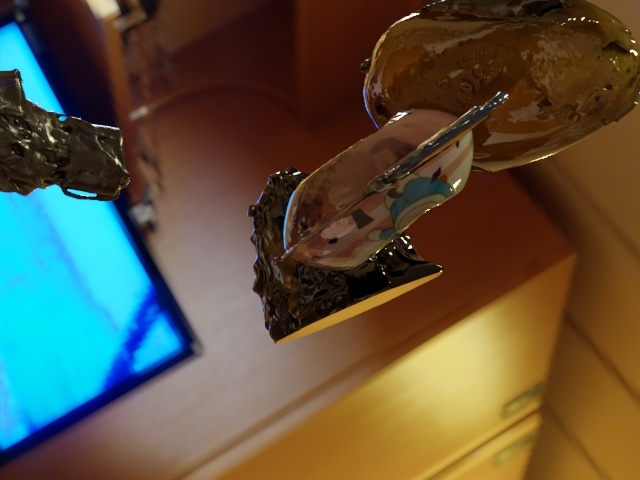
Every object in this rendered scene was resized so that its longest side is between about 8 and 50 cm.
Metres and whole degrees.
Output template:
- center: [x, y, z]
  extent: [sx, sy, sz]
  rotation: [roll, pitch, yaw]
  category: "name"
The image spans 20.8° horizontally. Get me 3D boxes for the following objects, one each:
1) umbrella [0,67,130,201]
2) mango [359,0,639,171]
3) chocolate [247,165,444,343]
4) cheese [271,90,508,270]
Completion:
- center: [-0.309, -0.101, 1.283]
  extent: [0.128, 0.337, 0.154]
  rotation: [-101, -167, -49]
  category: "umbrella"
- center: [0.153, -0.135, 1.470]
  extent: [0.249, 0.156, 0.151]
  rotation: [-6, -88, 30]
  category: "mango"
- center: [0.000, 0.000, 1.426]
  extent: [0.133, 0.156, 0.156]
  rotation: [65, -17, 4]
  category: "chocolate"
- center: [0.051, -0.044, 1.219]
  extent: [0.074, 0.189, 0.286]
  rotation: [53, -19, 0]
  category: "cheese"
